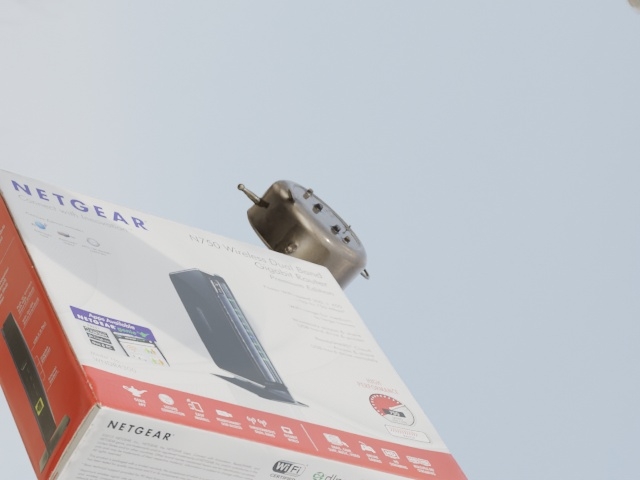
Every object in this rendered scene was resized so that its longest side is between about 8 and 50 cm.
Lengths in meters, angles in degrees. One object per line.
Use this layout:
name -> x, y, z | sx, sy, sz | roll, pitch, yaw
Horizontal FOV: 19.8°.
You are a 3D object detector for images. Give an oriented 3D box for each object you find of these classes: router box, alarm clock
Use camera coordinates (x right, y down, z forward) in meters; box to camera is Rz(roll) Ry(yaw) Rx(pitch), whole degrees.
router box -> -0.089, 0.095, 1.386 | 0.082, 0.335, 0.301 | -58, -142, 20
alarm clock -> 0.000, 0.000, 1.892 | 0.064, 0.192, 0.129 | -45, -126, 9

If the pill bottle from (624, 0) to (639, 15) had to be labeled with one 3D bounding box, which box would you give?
pill bottle -> 0.267, -0.172, 1.149 | 0.121, 0.221, 0.121 | -59, 179, -2
